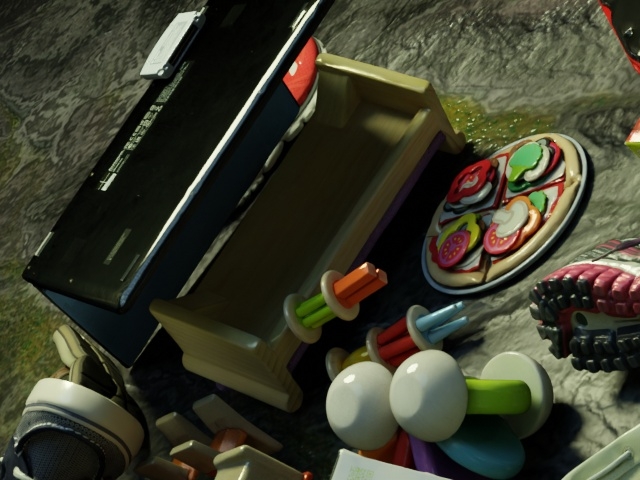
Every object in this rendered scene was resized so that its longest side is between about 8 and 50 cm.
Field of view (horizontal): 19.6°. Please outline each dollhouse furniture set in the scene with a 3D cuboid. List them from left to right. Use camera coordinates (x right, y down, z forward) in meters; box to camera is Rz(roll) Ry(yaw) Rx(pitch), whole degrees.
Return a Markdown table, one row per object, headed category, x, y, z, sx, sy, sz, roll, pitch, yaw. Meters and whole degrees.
| category | x | y | z | sx | sy | sz | roll | pitch | yaw |
| --- | --- | --- | --- | --- | --- | --- | --- | --- | --- |
| dollhouse furniture set | -0.099 | 0.285 | 1.720 | 0.259 | 0.135 | 0.262 | -29 | 31 | 51 |

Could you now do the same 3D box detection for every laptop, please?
| category | x | y | z | sx | sy | sz | roll | pitch | yaw |
| --- | --- | --- | --- | --- | --- | --- | --- | --- | --- |
| laptop | -0.107 | -0.050 | 1.970 | 0.382 | 0.236 | 0.408 | -58 | 27 | -12 |

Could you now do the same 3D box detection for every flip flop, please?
| category | x | y | z | sx | sy | sz | roll | pitch | yaw |
| --- | --- | --- | --- | --- | --- | --- | --- | --- | --- |
| flip flop | -0.269 | 0.173 | 2.075 | 0.080 | 0.112 | 0.277 | -42 | 24 | -1 |

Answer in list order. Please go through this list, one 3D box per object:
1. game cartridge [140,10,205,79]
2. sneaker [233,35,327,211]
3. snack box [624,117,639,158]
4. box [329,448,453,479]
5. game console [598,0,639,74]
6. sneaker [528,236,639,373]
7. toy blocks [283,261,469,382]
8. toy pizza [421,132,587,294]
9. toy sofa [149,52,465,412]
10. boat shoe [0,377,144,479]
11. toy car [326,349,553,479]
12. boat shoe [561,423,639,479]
| category | x | y | z | sx | sy | sz | roll | pitch | yaw |
| --- | --- | --- | --- | --- | --- | --- | --- | --- | --- |
| game cartridge | -0.158 | -0.206 | 1.965 | 0.056 | 0.017 | 0.083 | 8 | 63 | 56 |
| sneaker | -0.089 | -0.159 | 2.252 | 0.107 | 0.118 | 0.279 | -1 | 52 | 53 |
| snack box | 0.366 | -0.046 | 1.420 | 0.207 | 0.174 | 0.070 | 11 | 65 | 57 |
| box | 0.070 | 0.327 | 1.301 | 0.232 | 0.058 | 0.322 | 12 | 71 | 28 |
| game console | 0.425 | -0.371 | 1.872 | 0.386 | 0.060 | 0.342 | -43 | 33 | 20 |
| sneaker | 0.303 | 0.036 | 1.469 | 0.112 | 0.121 | 0.299 | -37 | 25 | -34 |
| toy blocks | 0.056 | 0.070 | 1.752 | 0.148 | 0.123 | 0.054 | -30 | 15 | 29 |
| toy pizza | 0.174 | -0.033 | 1.819 | 0.201 | 0.032 | 0.201 | -34 | 30 | 23 |
| toy sofa | 0.000 | 0.000 | 1.927 | 0.150 | 0.177 | 0.363 | 18 | 65 | 35 |
| boat shoe | -0.274 | 0.259 | 1.880 | 0.340 | 0.127 | 0.158 | 118 | 177 | -66 |
| toy car | 0.103 | 0.166 | 1.566 | 0.182 | 0.159 | 0.136 | -14 | 76 | 45 |
| boat shoe | 0.290 | 0.130 | 1.340 | 0.302 | 0.109 | 0.094 | -43 | 67 | 10 |
